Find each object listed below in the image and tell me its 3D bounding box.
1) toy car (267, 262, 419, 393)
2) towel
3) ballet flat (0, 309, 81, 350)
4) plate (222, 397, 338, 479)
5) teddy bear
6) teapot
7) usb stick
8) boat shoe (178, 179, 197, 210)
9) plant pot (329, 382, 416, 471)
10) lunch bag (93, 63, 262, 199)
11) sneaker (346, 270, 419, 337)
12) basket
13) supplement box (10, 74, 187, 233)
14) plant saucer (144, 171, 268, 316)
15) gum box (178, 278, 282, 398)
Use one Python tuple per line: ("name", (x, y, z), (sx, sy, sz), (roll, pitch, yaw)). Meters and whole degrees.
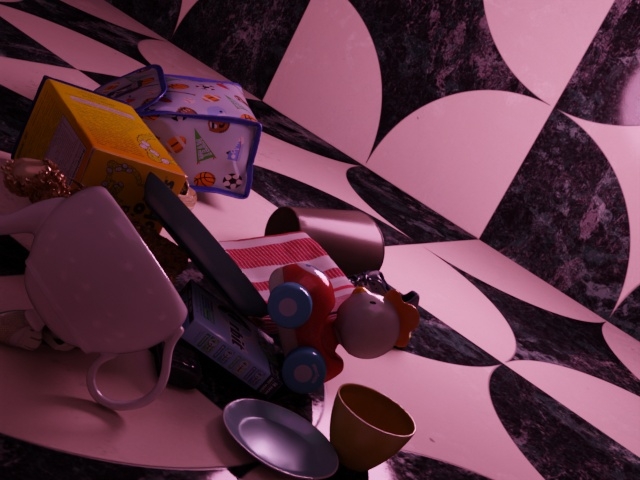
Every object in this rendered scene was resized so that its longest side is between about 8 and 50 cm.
("toy car", (0.044, 0.126, 1.710), (0.238, 0.210, 0.219), (-12, 7, 2))
("towel", (-0.067, 0.071, 1.999), (0.237, 0.037, 0.329), (-7, 31, -24))
("ballet flat", (-0.390, 0.129, 1.424), (0.168, 0.057, 0.052), (6, 36, -51))
("plate", (-0.061, 0.296, 1.490), (0.188, 0.024, 0.188), (25, 15, -7))
("teddy bear", (-0.378, -0.022, 1.651), (0.338, 0.113, 0.245), (39, -9, -36))
("teapot", (-0.312, 0.067, 1.385), (0.256, 0.187, 0.252), (45, -14, 42))
("usb stick", (-0.238, 0.149, 1.625), (0.077, 0.045, 0.278), (28, 14, -24))
("boat shoe", (-0.309, -0.103, 2.239), (0.068, 0.072, 0.190), (28, 16, 3))
("plant pot", (0.066, 0.297, 1.562), (0.134, 0.095, 0.134), (25, 17, -8))
("lunch bag", (-0.360, -0.274, 2.427), (0.385, 0.239, 0.328), (6, 22, -15))
("sneaker", (0.069, 0.106, 2.108), (0.300, 0.121, 0.111), (22, 16, -10))
("basket", (0.000, 0.000, 2.295), (0.227, 0.154, 0.204), (8, 23, -41))
("supplement box", (-0.432, -0.141, 1.941), (0.195, 0.194, 0.356), (15, 21, -36))
("plant saucer", (-0.202, 0.018, 1.732), (0.317, 0.044, 0.317), (48, -8, 9))
("gum box", (-0.150, 0.159, 1.659), (0.184, 0.041, 0.157), (38, 11, -21))
